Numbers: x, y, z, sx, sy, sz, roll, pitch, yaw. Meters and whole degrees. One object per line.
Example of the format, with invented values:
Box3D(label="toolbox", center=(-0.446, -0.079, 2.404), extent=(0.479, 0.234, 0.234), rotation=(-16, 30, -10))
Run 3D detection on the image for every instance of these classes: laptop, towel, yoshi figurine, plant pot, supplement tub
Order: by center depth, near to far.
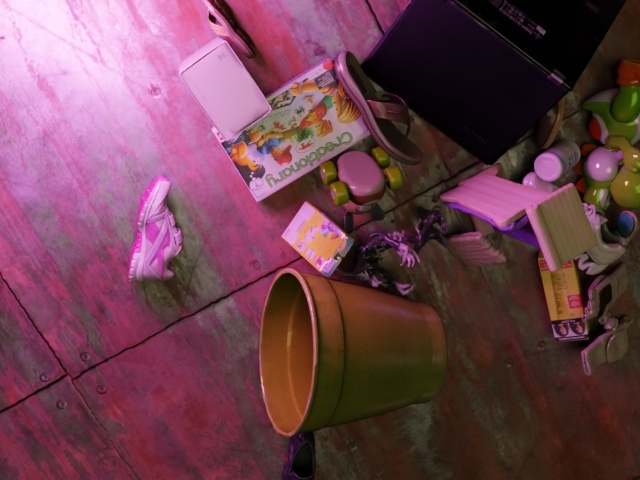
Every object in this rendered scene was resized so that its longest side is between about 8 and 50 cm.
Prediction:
Box3D(label="laptop", center=(0.372, -0.452, 1.801), extent=(0.382, 0.236, 0.408), rotation=(35, 78, -8))
Box3D(label="plant pot", center=(0.082, 0.252, 1.868), extent=(0.353, 0.366, 0.366), rotation=(3, 105, -22))
Box3D(label="yoshi figurine", center=(0.725, -0.224, 1.892), extent=(0.203, 0.203, 0.362), rotation=(3, 111, -19))
Box3D(label="supplement tub", center=(0.550, -0.186, 1.910), extent=(0.107, 0.071, 0.071), rotation=(-33, 113, -40))
Box3D(label="towel", center=(0.360, 0.021, 1.931), extent=(0.110, 0.148, 0.027), rotation=(41, 68, -19))

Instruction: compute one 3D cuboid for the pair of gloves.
Box3D(label="pair of gloves", center=(0.712, 0.197, 2.030), extent=(0.204, 0.042, 0.240), rotation=(-21, 111, -38))

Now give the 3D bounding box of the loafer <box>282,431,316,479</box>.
Box3D(label="loafer", center=(-0.052, 0.578, 2.050), extent=(0.076, 0.078, 0.223), rotation=(4, 104, -9))

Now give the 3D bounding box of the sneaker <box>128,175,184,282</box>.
Box3D(label="sneaker", center=(-0.357, -0.020, 1.837), extent=(0.111, 0.103, 0.252), rotation=(9, 110, -15))

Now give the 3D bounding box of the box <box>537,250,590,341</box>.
Box3D(label="box", center=(0.600, 0.133, 2.023), extent=(0.087, 0.058, 0.232), rotation=(-8, 109, 23))

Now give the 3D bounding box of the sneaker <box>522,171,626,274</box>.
Box3D(label="sneaker", center=(0.594, -0.058, 1.924), extent=(0.292, 0.110, 0.118), rotation=(47, 139, -2))

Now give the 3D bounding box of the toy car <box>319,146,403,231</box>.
Box3D(label="toy car", center=(0.095, -0.096, 1.864), extent=(0.155, 0.149, 0.188), rotation=(-17, 135, -9))

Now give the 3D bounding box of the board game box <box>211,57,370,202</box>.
Box3D(label="board game box", center=(-0.063, -0.245, 1.836), extent=(0.305, 0.053, 0.193), rotation=(-32, 108, 1))

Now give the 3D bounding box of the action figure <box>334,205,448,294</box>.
Box3D(label="action figure", center=(0.172, 0.038, 1.874), extent=(0.275, 0.164, 0.141), rotation=(-32, 65, -16))

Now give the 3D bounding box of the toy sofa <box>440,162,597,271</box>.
Box3D(label="toy sofa", center=(0.419, -0.047, 1.804), extent=(0.177, 0.362, 0.150), rotation=(-29, 108, -7))

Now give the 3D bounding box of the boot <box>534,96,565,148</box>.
Box3D(label="boot", center=(0.457, -0.344, 1.889), extent=(0.207, 0.090, 0.248), rotation=(8, 107, 3))

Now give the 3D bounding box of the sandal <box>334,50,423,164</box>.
Box3D(label="sandal", center=(0.140, -0.292, 1.811), extent=(0.086, 0.120, 0.303), rotation=(-28, 108, 24))

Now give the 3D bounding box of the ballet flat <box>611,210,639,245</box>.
Box3D(label="ballet flat", center=(0.736, -0.029, 1.980), extent=(0.052, 0.168, 0.057), rotation=(-22, 66, -12))

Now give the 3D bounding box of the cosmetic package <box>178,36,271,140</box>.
Box3D(label="cosmetic package", center=(-0.199, -0.313, 1.663), extent=(0.113, 0.309, 0.160), rotation=(-34, 107, 1))

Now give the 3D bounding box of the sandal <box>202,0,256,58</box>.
Box3D(label="sandal", center=(-0.206, -0.458, 1.756), extent=(0.049, 0.072, 0.180), rotation=(-29, 113, 22))

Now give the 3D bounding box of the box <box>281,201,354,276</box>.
Box3D(label="box", center=(0.000, 0.000, 1.853), extent=(0.043, 0.179, 0.105), rotation=(26, 102, -48))
